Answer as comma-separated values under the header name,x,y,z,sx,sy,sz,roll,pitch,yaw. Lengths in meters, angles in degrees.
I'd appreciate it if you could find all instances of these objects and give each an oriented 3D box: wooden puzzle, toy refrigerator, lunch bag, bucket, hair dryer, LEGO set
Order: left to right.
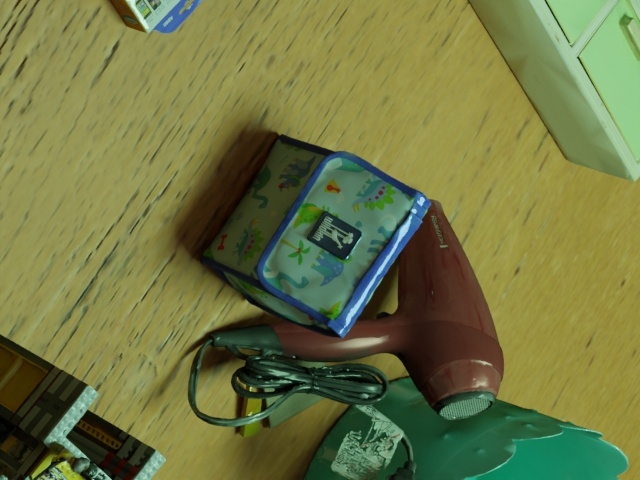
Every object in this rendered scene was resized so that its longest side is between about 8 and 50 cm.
name,x,y,z,sx,sy,sz,roll,pitch,yaw
LEGO set,-0.260,0.136,1.133,0.255,0.192,0.331,-46,130,-21
wooden puzzle,-0.024,0.117,1.471,0.116,0.014,0.078,-20,122,-36
lunch bag,0.000,0.000,1.352,0.096,0.151,0.129,42,77,-43
hair dryer,0.047,0.077,1.428,0.224,0.080,0.293,37,54,-5
bucket,0.122,0.261,1.540,0.281,0.183,0.281,-17,116,-37
toy refrigerator,0.229,-0.179,1.537,0.102,0.094,0.269,-52,132,-15

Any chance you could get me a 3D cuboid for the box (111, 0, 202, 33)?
name,x,y,z,sx,sy,sz,roll,pitch,yaw
box,-0.129,-0.213,1.242,0.081,0.028,0.136,-49,134,-18
